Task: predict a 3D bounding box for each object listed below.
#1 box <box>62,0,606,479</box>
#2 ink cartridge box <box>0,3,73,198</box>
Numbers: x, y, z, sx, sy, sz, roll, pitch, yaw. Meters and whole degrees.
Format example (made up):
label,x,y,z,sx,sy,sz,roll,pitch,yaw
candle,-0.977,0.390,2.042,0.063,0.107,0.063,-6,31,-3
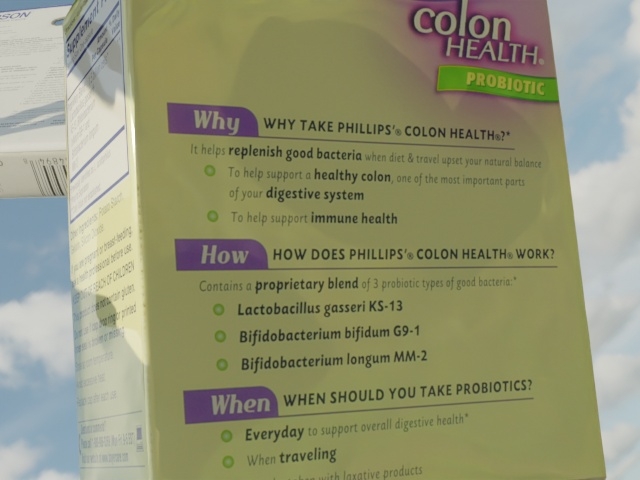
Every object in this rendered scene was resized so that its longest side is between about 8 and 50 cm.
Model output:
label,x,y,z,sx,sy,sz,roll,pitch,yaw
box,0.000,0.000,0.514,0.213,0.243,0.117,0,-10,-26
ink cartridge box,-0.280,-0.154,1.160,0.330,0.324,0.071,-69,-28,-52
